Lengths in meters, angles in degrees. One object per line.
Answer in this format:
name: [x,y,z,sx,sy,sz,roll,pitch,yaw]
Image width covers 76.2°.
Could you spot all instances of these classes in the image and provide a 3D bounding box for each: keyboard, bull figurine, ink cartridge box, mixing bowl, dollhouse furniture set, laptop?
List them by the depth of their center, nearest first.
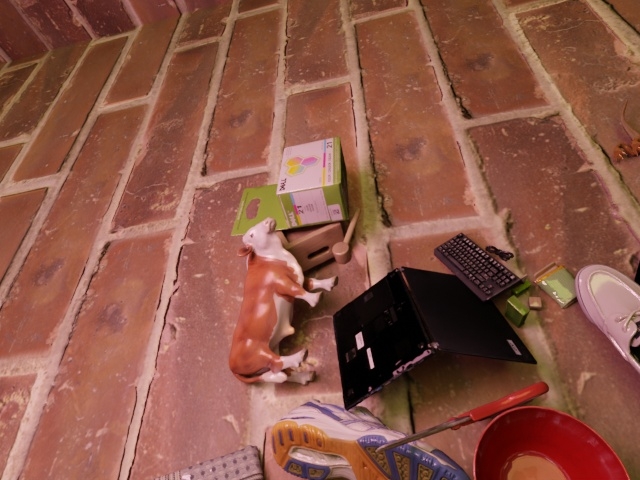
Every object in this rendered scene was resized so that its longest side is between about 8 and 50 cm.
mixing bowl: [0.299,0.328,0.547,0.181,0.098,0.182,-8,53,11]
laptop: [0.168,0.164,0.705,0.264,0.136,0.234,-39,22,15]
dollhouse furniture set: [0.396,0.088,0.723,0.151,0.059,0.076,-31,52,-7]
bull figurine: [-0.081,0.118,0.760,0.188,0.101,0.311,12,92,24]
keyboard: [0.304,0.038,0.777,0.108,0.023,0.180,-26,33,-3]
ink cartridge box: [-0.073,-0.116,0.881,0.255,0.097,0.189,-8,41,9]

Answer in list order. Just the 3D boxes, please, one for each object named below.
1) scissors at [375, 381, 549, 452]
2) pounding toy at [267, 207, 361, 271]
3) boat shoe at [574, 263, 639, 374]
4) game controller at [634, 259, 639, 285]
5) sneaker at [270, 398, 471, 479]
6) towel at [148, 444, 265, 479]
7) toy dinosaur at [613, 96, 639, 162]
scissors: [0.197,0.257,0.573,0.296,0.109,0.021,-12,59,-20]
pounding toy: [0.011,-0.001,0.873,0.181,0.094,0.206,-25,42,-9]
boat shoe: [0.487,0.143,0.617,0.096,0.088,0.268,-25,57,17]
game controller: [0.664,0.007,0.700,0.166,0.067,0.319,22,62,29]
sneaker: [0.077,0.301,0.609,0.296,0.131,0.112,9,101,25]
towel: [-0.208,0.472,0.544,0.323,0.056,0.312,-9,40,-19]
toy dinosaur: [0.682,-0.210,0.872,0.112,0.064,0.212,-17,59,-19]
